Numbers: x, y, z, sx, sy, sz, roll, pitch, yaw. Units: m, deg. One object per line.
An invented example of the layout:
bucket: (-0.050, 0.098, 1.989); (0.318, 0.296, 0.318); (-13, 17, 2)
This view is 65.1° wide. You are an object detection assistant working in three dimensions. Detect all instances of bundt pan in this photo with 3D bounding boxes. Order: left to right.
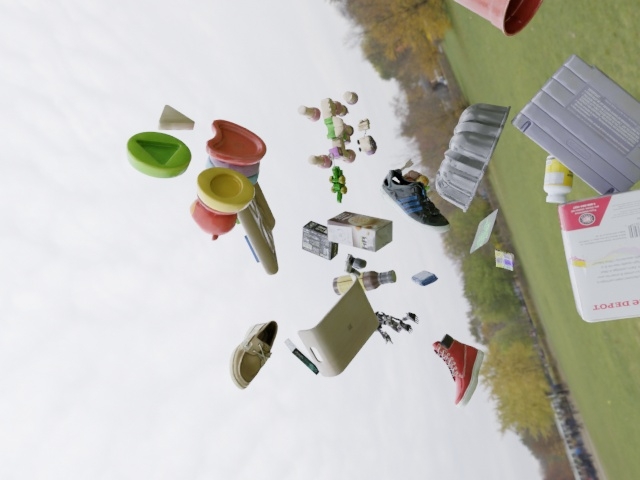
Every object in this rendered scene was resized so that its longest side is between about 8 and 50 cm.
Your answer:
bundt pan: (0.439, -0.257, 1.494); (0.331, 0.124, 0.330); (22, -90, -78)

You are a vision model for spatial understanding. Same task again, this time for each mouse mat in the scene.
mouse mat: (0.727, -0.041, 2.229); (0.007, 0.152, 0.189); (28, -119, -4)

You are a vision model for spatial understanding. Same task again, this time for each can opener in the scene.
can opener: (0.151, 0.112, 2.050); (0.283, 0.095, 0.075); (36, -107, -73)

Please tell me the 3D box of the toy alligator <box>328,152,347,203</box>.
toy alligator: (0.065, -0.226, 1.774); (0.051, 0.056, 0.189); (-34, -58, -45)

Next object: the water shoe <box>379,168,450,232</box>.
water shoe: (0.218, -0.094, 1.157); (0.073, 0.080, 0.203); (-21, -131, -41)

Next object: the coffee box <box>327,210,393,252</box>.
coffee box: (0.165, -0.041, 2.121); (0.141, 0.247, 0.098); (-29, -57, -46)

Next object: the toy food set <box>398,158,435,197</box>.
toy food set: (0.397, -0.236, 2.142); (0.192, 0.132, 0.038); (49, -173, -18)

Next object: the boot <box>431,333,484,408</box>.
boot: (0.445, 0.436, 1.707); (0.176, 0.088, 0.244); (28, -134, 5)

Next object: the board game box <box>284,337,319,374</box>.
board game box: (-0.069, 0.423, 1.839); (0.126, 0.026, 0.186); (44, 171, -8)

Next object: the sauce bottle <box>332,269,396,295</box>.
sauce bottle: (0.235, 0.221, 2.675); (0.111, 0.345, 0.111); (30, -126, -54)

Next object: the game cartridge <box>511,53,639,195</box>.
game cartridge: (0.719, -0.291, 1.318); (0.355, 0.230, 0.068); (38, -160, -3)

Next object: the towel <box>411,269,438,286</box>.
towel: (0.363, 0.135, 1.758); (0.119, 0.067, 0.029); (-147, 32, -82)

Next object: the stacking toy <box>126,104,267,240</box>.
stacking toy: (-0.276, -0.155, 1.131); (0.280, 0.130, 0.308); (20, -141, -7)

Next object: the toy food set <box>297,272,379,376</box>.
toy food set: (0.067, 0.287, 1.721); (0.306, 0.093, 0.219); (-45, -57, -33)

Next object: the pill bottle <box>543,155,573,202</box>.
pill bottle: (0.943, -0.242, 1.985); (0.103, 0.103, 0.183); (1, -86, -70)

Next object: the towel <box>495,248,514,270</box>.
towel: (0.590, 0.063, 1.609); (0.009, 0.060, 0.083); (-49, -41, -28)

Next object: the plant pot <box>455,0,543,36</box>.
plant pot: (0.627, -0.913, 1.786); (0.265, 0.272, 0.272); (41, -175, 27)

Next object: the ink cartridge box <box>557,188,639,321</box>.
ink cartridge box: (0.752, 0.034, 1.279); (0.131, 0.226, 0.305); (-18, -83, -70)

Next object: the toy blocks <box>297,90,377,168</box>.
toy blocks: (0.107, -0.470, 2.166); (0.260, 0.309, 0.288); (-6, -95, -62)

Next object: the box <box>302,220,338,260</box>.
box: (0.000, 0.000, 2.582); (0.077, 0.180, 0.147); (-40, -38, -45)

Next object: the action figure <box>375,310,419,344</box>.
action figure: (0.331, 0.418, 2.418); (0.140, 0.276, 0.164); (55, -133, -21)

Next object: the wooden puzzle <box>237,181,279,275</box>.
wooden puzzle: (-0.233, -0.089, 1.653); (0.347, 0.081, 0.322); (-100, -11, -60)

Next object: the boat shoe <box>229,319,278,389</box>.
boat shoe: (-0.219, 0.376, 1.706); (0.109, 0.098, 0.302); (55, -156, -16)
